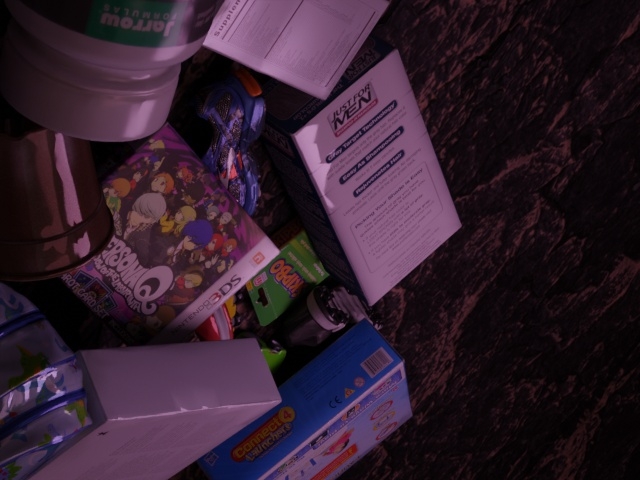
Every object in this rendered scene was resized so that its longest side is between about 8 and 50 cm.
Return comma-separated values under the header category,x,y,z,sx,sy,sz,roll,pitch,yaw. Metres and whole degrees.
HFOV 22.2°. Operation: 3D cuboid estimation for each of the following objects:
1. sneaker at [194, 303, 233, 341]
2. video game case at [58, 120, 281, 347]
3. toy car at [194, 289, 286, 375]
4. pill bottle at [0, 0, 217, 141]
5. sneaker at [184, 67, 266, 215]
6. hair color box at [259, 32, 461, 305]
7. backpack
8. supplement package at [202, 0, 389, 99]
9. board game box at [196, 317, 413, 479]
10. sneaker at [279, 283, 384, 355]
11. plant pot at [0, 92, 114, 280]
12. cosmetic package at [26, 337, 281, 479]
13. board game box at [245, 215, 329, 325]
category,x,y,z,sx,sy,sz,roll,pitch,yaw
sneaker,-0.194,0.062,1.962,0.128,0.087,0.221,-27,117,-14
video game case,-0.190,0.004,1.861,0.210,0.042,0.232,-42,123,-3
toy car,-0.135,0.149,2.161,0.225,0.053,0.239,10,116,-53
pill bottle,-0.181,-0.287,1.507,0.204,0.204,0.361,-14,133,-43
sneaker,-0.122,-0.101,1.910,0.087,0.083,0.221,-14,130,-24
hair color box,0.048,-0.093,2.048,0.174,0.105,0.347,-41,140,-14
backpack,-0.409,0.195,1.651,0.355,0.273,0.290,-53,170,1
supplement package,-0.064,-0.265,1.738,0.139,0.134,0.244,-56,148,10
board game box,-0.015,0.278,2.328,0.308,0.086,0.302,-38,161,-9
sneaker,0.010,0.114,2.289,0.106,0.078,0.234,-35,165,18
plant pot,-0.299,-0.073,1.645,0.167,0.167,0.165,-28,135,-30
cosmetic package,-0.274,0.243,1.916,0.377,0.097,0.284,-37,160,33
board game box,0.000,0.000,2.190,0.259,0.039,0.124,-41,146,-18
